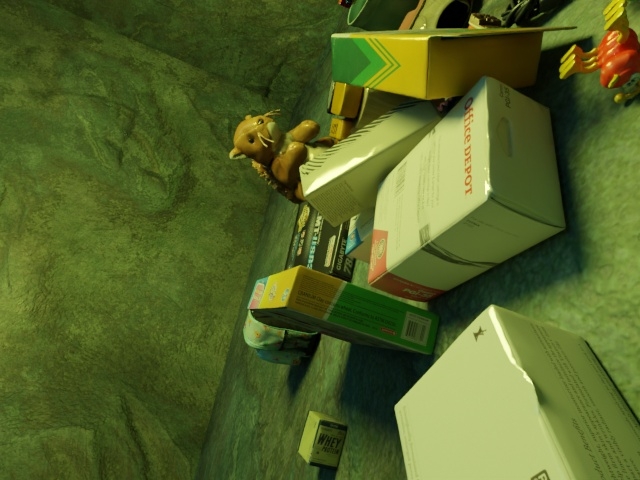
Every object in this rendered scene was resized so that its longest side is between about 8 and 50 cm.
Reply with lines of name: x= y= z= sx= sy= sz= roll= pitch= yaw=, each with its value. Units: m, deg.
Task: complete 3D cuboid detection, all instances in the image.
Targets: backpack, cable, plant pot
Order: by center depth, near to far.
cable: x=0.348 y=-0.415 z=0.678 sx=0.184 sy=0.047 sz=0.150 roll=154 pitch=134 yaw=-69
plant pot: x=0.221 y=-0.656 z=1.126 sx=0.293 sy=0.197 sz=0.292 roll=-160 pitch=90 yaw=-74
backpack: x=-0.116 y=0.243 z=1.193 sx=0.166 sy=0.189 sz=0.144 roll=-114 pitch=46 yaw=-67

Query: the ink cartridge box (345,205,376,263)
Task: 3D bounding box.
ink cartridge box: x=0.131 y=-0.071 z=0.925 sx=0.148 sy=0.086 sz=0.203 roll=133 pitch=152 yaw=-55

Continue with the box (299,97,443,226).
box: x=0.103 y=-0.144 z=0.814 sx=0.275 sy=0.113 sz=0.094 roll=-28 pitch=45 yaw=18

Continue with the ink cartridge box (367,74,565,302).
ink cartridge box: x=0.191 y=-0.055 z=0.639 sx=0.283 sy=0.117 sz=0.207 roll=133 pitch=152 yaw=-56

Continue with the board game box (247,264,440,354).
board game box: x=0.017 y=0.127 z=0.781 sx=0.316 sy=0.242 sz=0.064 roll=-24 pitch=47 yaw=68

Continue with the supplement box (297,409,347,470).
supplement box: x=0.002 y=0.387 z=0.858 sx=0.083 sy=0.056 sz=0.083 roll=157 pitch=131 yaw=-70

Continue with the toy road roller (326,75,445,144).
toy road roller: x=0.117 y=-0.243 z=1.001 sx=0.329 sy=0.203 sz=0.240 roll=-110 pitch=29 yaw=-72

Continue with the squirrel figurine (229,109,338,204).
squirrel figurine: x=-0.136 y=-0.280 z=1.558 sx=0.397 sy=0.371 sz=0.280 roll=148 pitch=139 yaw=-66

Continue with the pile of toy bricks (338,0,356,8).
pile of toy bricks: x=0.073 y=-0.692 z=1.059 sx=0.212 sy=0.118 sz=0.105 roll=-58 pitch=38 yaw=34

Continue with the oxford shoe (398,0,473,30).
oxford shoe: x=0.293 y=-0.535 z=0.958 sx=0.130 sy=0.123 sz=0.348 roll=28 pitch=98 yaw=48

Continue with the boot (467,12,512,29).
boot: x=0.294 y=-0.331 z=0.765 sx=0.157 sy=0.059 sz=0.084 roll=-96 pitch=12 yaw=-50

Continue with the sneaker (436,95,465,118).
sneaker: x=0.260 y=-0.253 z=0.803 sx=0.119 sy=0.047 sz=0.057 roll=124 pitch=143 yaw=-50

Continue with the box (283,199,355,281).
box: x=0.006 y=-0.009 z=1.230 sx=0.293 sy=0.073 sz=0.295 roll=-25 pitch=48 yaw=57

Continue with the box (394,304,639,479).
box: x=0.173 y=0.192 z=0.396 sx=0.180 sy=0.119 sz=0.181 roll=-91 pitch=26 yaw=-54

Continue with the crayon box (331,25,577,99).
crayon box: x=0.178 y=-0.282 z=0.682 sx=0.323 sy=0.203 sz=0.083 roll=-139 pitch=40 yaw=-55

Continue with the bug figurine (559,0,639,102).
bug figurine: x=0.355 y=-0.280 z=0.413 sx=0.279 sy=0.072 sz=0.216 roll=118 pitch=173 yaw=-62
